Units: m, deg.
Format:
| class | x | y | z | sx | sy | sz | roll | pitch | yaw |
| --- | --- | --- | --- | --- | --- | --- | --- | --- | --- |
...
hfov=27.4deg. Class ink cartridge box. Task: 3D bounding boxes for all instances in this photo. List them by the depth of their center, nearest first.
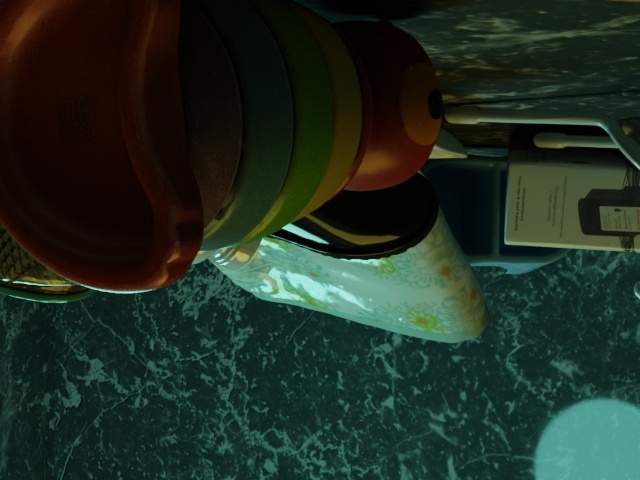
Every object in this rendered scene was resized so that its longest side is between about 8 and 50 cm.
| class | x | y | z | sx | sy | sz | roll | pitch | yaw |
| --- | --- | --- | --- | --- | --- | --- | --- | --- | --- |
| ink cartridge box | 0.335 | -0.052 | 1.529 | 0.237 | 0.100 | 0.172 | 4 | -166 | 7 |

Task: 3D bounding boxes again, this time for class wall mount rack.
| class | x | y | z | sx | sy | sz | roll | pitch | yaw |
| --- | --- | --- | --- | --- | --- | --- | --- | --- | --- |
| wall mount rack | 0.301 | -0.057 | 1.288 | 0.304 | 0.130 | 0.350 | 51 | -157 | 27 |

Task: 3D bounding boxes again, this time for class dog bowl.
| class | x | y | z | sx | sy | sz | roll | pitch | yaw |
| --- | --- | --- | --- | --- | --- | --- | --- | --- | --- |
| dog bowl | 0.215 | -0.038 | 1.728 | 0.297 | 0.166 | 0.074 | 1 | 179 | -22 |

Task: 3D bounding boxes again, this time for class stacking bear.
| class | x | y | z | sx | sy | sz | roll | pitch | yaw |
| --- | --- | --- | --- | --- | --- | --- | --- | --- | --- |
| stacking bear | -0.037 | -0.075 | 0.761 | 0.164 | 0.175 | 0.289 | -3 | -176 | 42 |

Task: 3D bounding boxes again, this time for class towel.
| class | x | y | z | sx | sy | sz | roll | pitch | yaw |
| --- | --- | --- | --- | --- | --- | --- | --- | --- | --- |
| towel | 0.000 | 0.000 | 1.622 | 0.374 | 0.090 | 0.320 | 9 | 154 | 28 |

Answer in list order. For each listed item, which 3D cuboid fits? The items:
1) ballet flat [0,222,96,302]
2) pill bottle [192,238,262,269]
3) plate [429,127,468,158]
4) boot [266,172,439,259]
| class | x | y | z | sx | sy | sz | roll | pitch | yaw |
| --- | --- | --- | --- | --- | --- | --- | --- | --- | --- |
| ballet flat | -0.410 | -0.054 | 1.218 | 0.482 | 0.182 | 0.164 | 4 | -162 | 17 |
| pill bottle | -0.171 | -0.044 | 1.430 | 0.216 | 0.121 | 0.121 | 22 | 167 | -30 |
| plate | -0.011 | -0.111 | 1.325 | 0.277 | 0.045 | 0.278 | 1 | 179 | 18 |
| boot | -0.031 | -0.063 | 1.133 | 0.246 | 0.094 | 0.207 | 8 | 164 | 14 |
